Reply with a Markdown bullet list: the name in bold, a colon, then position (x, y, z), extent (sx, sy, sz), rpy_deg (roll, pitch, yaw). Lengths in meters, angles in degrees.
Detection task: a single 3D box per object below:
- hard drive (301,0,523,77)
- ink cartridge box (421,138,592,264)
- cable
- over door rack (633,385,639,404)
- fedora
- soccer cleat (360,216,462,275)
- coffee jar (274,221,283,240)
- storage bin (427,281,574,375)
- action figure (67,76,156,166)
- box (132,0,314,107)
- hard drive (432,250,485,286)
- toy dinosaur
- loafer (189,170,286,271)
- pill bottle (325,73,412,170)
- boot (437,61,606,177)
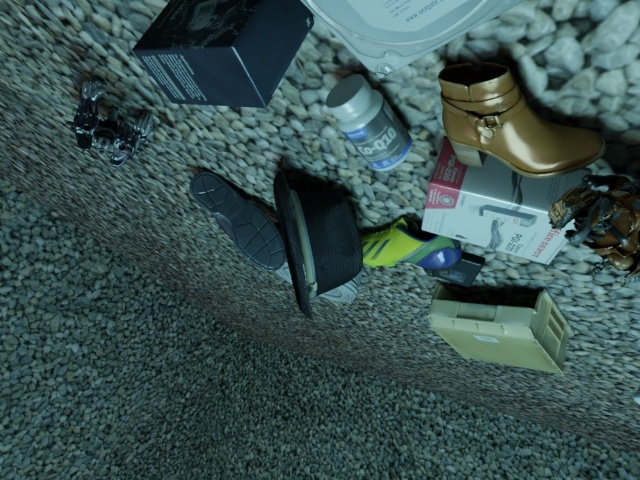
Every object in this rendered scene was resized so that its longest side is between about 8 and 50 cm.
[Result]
- **hard drive**: position (0.031, -0.319, 0.430), extent (0.339, 0.064, 0.237), rpy_deg (37, 154, -28)
- **ink cartridge box**: position (0.281, -0.058, 0.743), extent (0.218, 0.092, 0.158), rpy_deg (15, 157, 14)
- **cable**: position (-0.007, 0.090, 1.353), extent (0.257, 0.089, 0.257), rpy_deg (14, 157, 20)
- **over door rack**: position (0.579, 0.119, 0.559), extent (0.108, 0.324, 0.239), rpy_deg (50, 166, 17)
- **fedora**: position (0.000, 0.000, 1.011), extent (0.153, 0.333, 0.334), rpy_deg (-13, 158, -7)
- **soccer cleat**: position (0.171, 0.000, 1.019), extent (0.289, 0.093, 0.121), rpy_deg (4, 121, 47)
- **coffee jar**: position (-0.049, 0.013, 1.208), extent (0.185, 0.096, 0.079), rpy_deg (14, 164, 21)
- **storage bin**: position (0.438, 0.210, 1.156), extent (0.262, 0.123, 0.260), rpy_deg (0, 148, 44)
- **action figure**: position (-0.426, -0.236, 0.965), extent (0.164, 0.140, 0.276), rpy_deg (26, -175, -28)
- **box**: position (-0.117, -0.256, 0.589), extent (0.158, 0.155, 0.093), rpy_deg (11, 154, 27)
- **hard drive**: position (0.311, 0.062, 1.071), extent (0.094, 0.022, 0.135), rpy_deg (18, 157, 12)
- **toy dinosaur**: position (0.447, -0.006, 0.587), extent (0.322, 0.218, 0.164), rpy_deg (-11, 144, -2)
- **loafer**: position (-0.198, -0.047, 1.170), extent (0.302, 0.109, 0.095), rpy_deg (47, 171, -4)
- **pill bottle**: position (0.072, -0.173, 0.697), extent (0.078, 0.078, 0.137), rpy_deg (0, 149, 44)
- **boot**: position (0.246, -0.154, 0.589), extent (0.197, 0.072, 0.152), rpy_deg (5, 148, 31)
